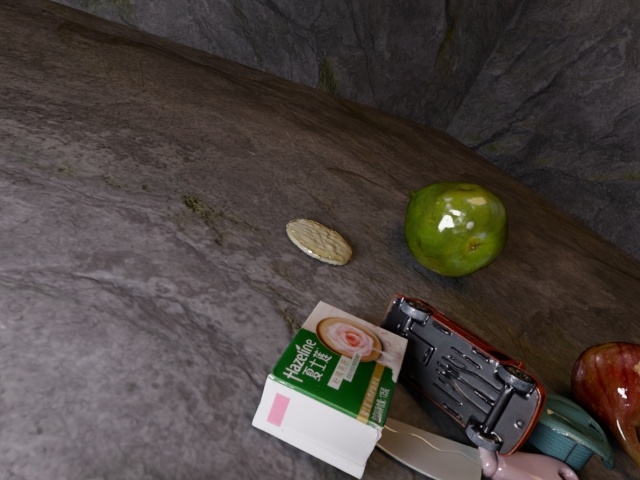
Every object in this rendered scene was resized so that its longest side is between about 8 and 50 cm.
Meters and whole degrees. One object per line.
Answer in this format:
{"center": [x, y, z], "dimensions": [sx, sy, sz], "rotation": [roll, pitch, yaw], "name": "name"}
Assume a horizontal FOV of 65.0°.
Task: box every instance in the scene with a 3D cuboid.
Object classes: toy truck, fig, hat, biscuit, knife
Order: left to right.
{"center": [0.000, 0.000, 1.013], "dimensions": [0.152, 0.020, 0.152], "rotation": [22, 25, -11], "name": "biscuit"}
{"center": [0.312, -0.043, 1.181], "dimensions": [0.233, 0.233, 0.314], "rotation": [28, 20, 2], "name": "fig"}
{"center": [0.198, 0.179, 0.716], "dimensions": [0.114, 0.107, 0.253], "rotation": [10, 18, -47], "name": "toy truck"}
{"center": [0.180, 0.283, 0.639], "dimensions": [0.336, 0.043, 0.081], "rotation": [18, 30, -7], "name": "knife"}
{"center": [0.349, 0.287, 0.733], "dimensions": [0.138, 0.077, 0.191], "rotation": [25, 8, 27], "name": "hat"}
{"center": [0.514, 0.276, 0.850], "dimensions": [0.175, 0.175, 0.207], "rotation": [34, 44, 14], "name": "fig"}

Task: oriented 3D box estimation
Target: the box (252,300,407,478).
{"center": [0.021, 0.169, 0.616], "dimensions": [0.135, 0.081, 0.199], "rotation": [23, 21, 9], "name": "box"}
